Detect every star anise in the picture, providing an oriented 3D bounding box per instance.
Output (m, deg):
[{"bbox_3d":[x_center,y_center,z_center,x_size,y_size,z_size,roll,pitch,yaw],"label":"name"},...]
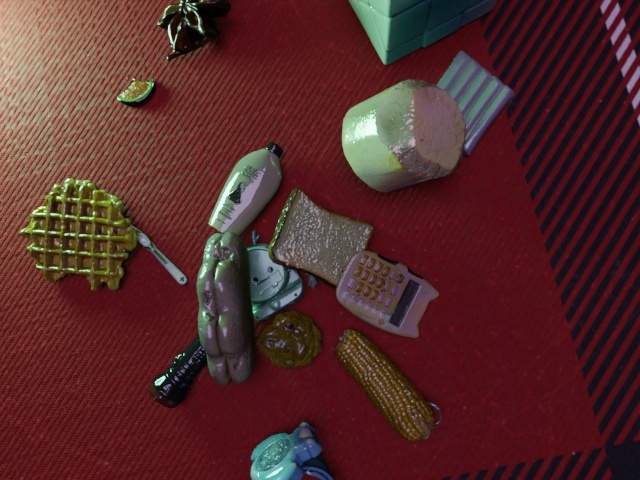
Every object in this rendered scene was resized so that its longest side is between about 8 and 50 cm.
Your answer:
[{"bbox_3d":[-0.315,-0.583,1.271,0.220,0.126,0.190,-16,80,33],"label":"star anise"}]

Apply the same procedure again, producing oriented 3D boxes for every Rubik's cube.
[{"bbox_3d":[0.215,-0.656,1.110,0.316,0.322,0.319,-28,82,2],"label":"Rubik's cube"}]

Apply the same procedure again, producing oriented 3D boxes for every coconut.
[{"bbox_3d":[0.177,-0.224,1.110,0.239,0.244,0.239,4,82,-33],"label":"coconut"}]

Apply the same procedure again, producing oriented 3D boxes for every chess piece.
[{"bbox_3d":[-0.025,0.070,1.194,0.042,0.042,0.093,-12,89,6],"label":"chess piece"}]

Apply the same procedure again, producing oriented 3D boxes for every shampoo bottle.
[{"bbox_3d":[-0.174,-0.127,1.214,0.127,0.078,0.257,30,84,19],"label":"shampoo bottle"}]

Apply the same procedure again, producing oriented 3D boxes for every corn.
[{"bbox_3d":[0.143,0.321,1.109,0.106,0.106,0.293,-42,79,1],"label":"corn"}]

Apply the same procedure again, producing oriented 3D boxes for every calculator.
[{"bbox_3d":[0.146,0.120,1.140,0.236,0.033,0.157,29,88,-10],"label":"calculator"}]

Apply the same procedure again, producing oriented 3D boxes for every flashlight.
[{"bbox_3d":[-0.305,0.284,1.177,0.093,0.093,0.232,37,86,10],"label":"flashlight"}]

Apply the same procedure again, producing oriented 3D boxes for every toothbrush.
[{"bbox_3d":[-0.445,0.005,1.257,0.304,0.030,0.030,44,90,10],"label":"toothbrush"}]

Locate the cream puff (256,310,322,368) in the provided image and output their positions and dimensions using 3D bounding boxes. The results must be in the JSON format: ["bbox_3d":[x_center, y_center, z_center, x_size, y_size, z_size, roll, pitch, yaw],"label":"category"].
[{"bbox_3d":[-0.073,0.230,1.142,0.146,0.116,0.146,-2,81,10],"label":"cream puff"}]

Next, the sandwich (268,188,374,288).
[{"bbox_3d":[0.000,0.000,1.148,0.214,0.065,0.186,21,86,-14],"label":"sandwich"}]

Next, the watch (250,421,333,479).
[{"bbox_3d":[-0.049,0.536,1.082,0.211,0.211,0.193,-29,101,3],"label":"watch"}]

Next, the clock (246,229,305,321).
[{"bbox_3d":[-0.147,0.081,1.193,0.159,0.066,0.211,-33,80,1],"label":"clock"}]

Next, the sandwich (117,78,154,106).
[{"bbox_3d":[-0.483,-0.394,1.313,0.069,0.026,0.101,36,86,14],"label":"sandwich"}]

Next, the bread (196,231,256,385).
[{"bbox_3d":[-0.205,0.144,1.071,0.102,0.183,0.337,-5,83,-1],"label":"bread"}]

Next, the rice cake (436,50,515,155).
[{"bbox_3d":[0.349,-0.333,1.195,0.189,0.037,0.198,43,89,10],"label":"rice cake"}]

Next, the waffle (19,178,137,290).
[{"bbox_3d":[-0.612,-0.006,1.251,0.301,0.058,0.281,28,95,10],"label":"waffle"}]
